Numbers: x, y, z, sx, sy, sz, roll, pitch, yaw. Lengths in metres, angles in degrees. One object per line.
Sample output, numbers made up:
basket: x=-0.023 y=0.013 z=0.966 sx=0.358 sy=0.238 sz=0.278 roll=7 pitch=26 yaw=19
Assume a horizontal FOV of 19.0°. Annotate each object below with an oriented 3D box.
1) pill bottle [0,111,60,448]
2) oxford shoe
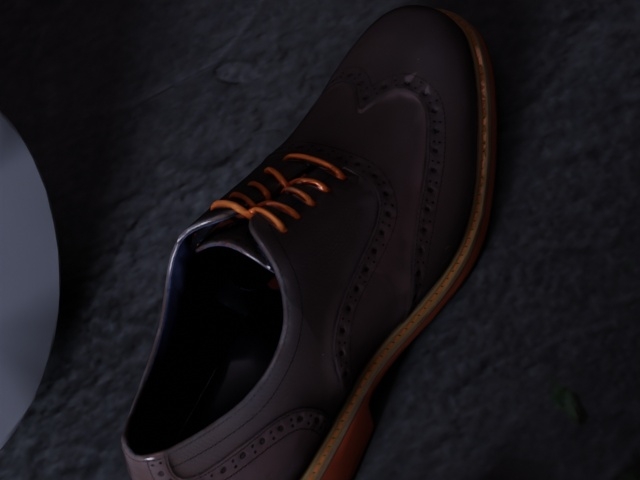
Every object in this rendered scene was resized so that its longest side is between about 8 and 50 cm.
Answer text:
pill bottle: x=-0.316 y=0.017 z=0.882 sx=0.363 sy=0.210 sz=0.210 roll=1 pitch=59 yaw=27
oxford shoe: x=0.000 y=0.000 z=0.801 sx=0.097 sy=0.098 sz=0.271 roll=7 pitch=62 yaw=31
